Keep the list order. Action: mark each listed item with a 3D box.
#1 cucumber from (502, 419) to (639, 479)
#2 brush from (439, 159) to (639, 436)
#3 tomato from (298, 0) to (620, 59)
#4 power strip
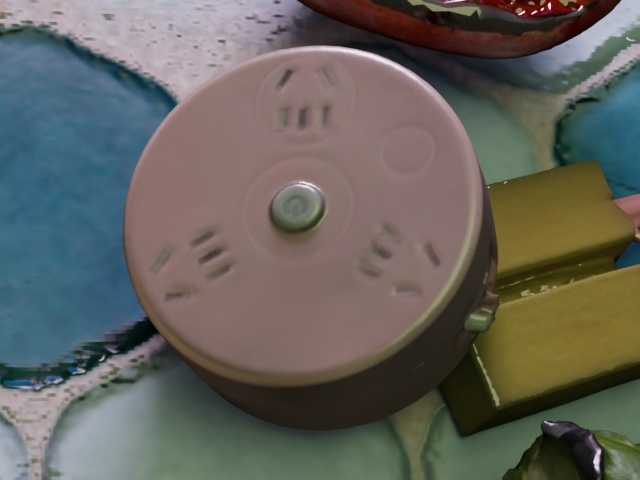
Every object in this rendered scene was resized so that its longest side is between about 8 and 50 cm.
[{"bbox_3d":[0.186,0.162,0.736,0.244,0.134,0.134,18,61,-12],"label":"cucumber"},{"bbox_3d":[0.154,0.010,0.844,0.233,0.047,0.103,-14,69,-22],"label":"brush"},{"bbox_3d":[0.057,-0.140,0.870,0.174,0.082,0.166,35,57,9],"label":"tomato"},{"bbox_3d":[0.000,0.000,0.760,0.154,0.078,0.154,-4,68,11],"label":"power strip"}]
